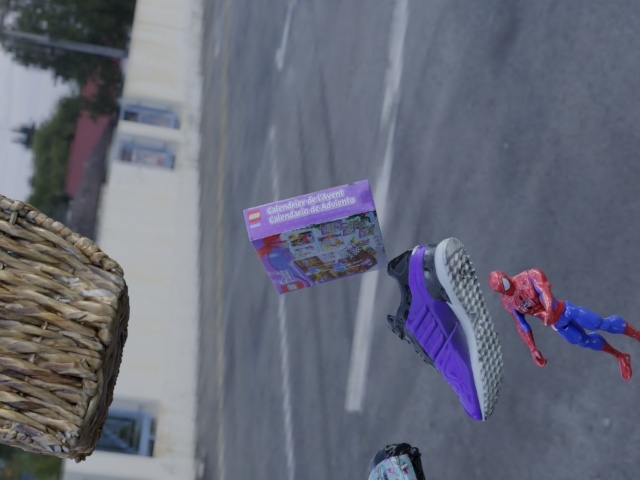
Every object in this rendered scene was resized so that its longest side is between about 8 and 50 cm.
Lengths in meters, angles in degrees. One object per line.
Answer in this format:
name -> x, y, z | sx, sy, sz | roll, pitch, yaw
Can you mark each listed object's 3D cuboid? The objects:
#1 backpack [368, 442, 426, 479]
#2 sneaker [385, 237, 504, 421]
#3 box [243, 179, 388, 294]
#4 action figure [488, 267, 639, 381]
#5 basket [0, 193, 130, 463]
backpack -> 0.145, 0.483, 2.118 | 0.152, 0.115, 0.182 | 83, 176, -52
sneaker -> 0.181, 0.140, 1.762 | 0.102, 0.146, 0.293 | -40, -65, -57
box -> 0.000, 0.000, 1.891 | 0.293, 0.200, 0.057 | 71, -175, -70
action figure -> 0.346, 0.133, 1.595 | 0.091, 0.280, 0.139 | -48, 21, 35
basket -> -0.332, 0.071, 1.078 | 0.223, 0.299, 0.214 | 119, 164, -76
